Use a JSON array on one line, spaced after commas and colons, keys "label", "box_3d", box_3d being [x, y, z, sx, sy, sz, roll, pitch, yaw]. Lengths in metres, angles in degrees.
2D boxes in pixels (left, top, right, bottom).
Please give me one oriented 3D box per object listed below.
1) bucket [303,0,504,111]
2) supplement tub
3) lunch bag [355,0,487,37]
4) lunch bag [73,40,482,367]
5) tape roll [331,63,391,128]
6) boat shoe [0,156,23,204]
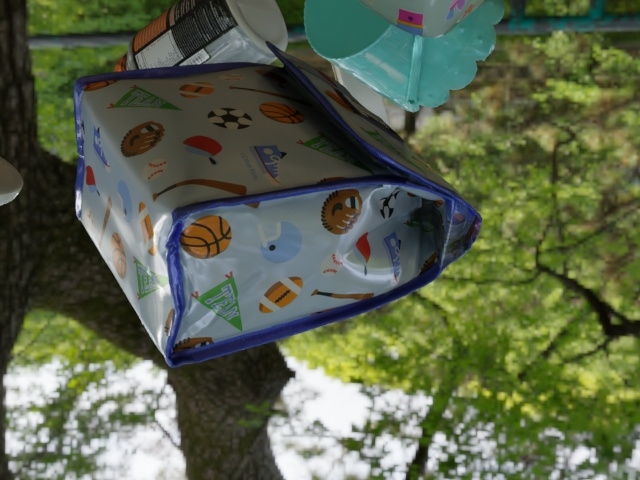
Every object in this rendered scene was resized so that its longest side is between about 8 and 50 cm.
[{"label": "bucket", "box_3d": [0.120, -0.355, 1.472, 0.183, 0.281, 0.281, 17, 172, -41]}, {"label": "supplement tub", "box_3d": [-0.234, -0.364, 1.858, 0.316, 0.194, 0.193, -27, 167, 31]}, {"label": "lunch bag", "box_3d": [0.120, -0.368, 1.113, 0.224, 0.108, 0.279, 39, -125, 10]}, {"label": "lunch bag", "box_3d": [-0.052, -0.068, 1.117, 0.385, 0.239, 0.328, -10, -142, -27]}, {"label": "tape roll", "box_3d": [0.067, -0.325, 1.920, 0.072, 0.392, 0.392, -17, -177, 3]}, {"label": "boat shoe", "box_3d": [-0.569, -0.044, 1.307, 0.127, 0.158, 0.340, 48, -156, 19]}]
